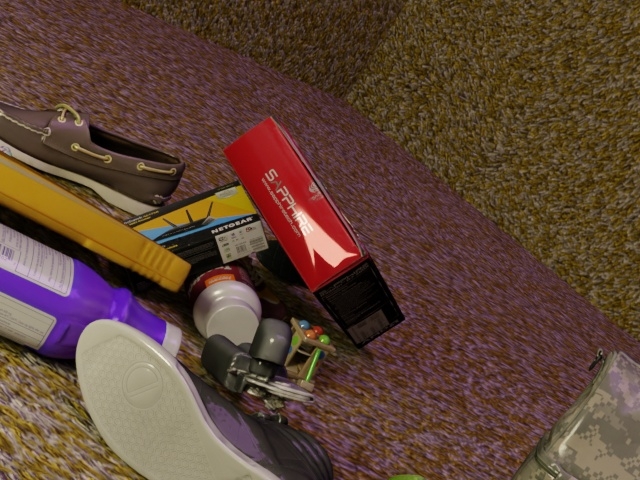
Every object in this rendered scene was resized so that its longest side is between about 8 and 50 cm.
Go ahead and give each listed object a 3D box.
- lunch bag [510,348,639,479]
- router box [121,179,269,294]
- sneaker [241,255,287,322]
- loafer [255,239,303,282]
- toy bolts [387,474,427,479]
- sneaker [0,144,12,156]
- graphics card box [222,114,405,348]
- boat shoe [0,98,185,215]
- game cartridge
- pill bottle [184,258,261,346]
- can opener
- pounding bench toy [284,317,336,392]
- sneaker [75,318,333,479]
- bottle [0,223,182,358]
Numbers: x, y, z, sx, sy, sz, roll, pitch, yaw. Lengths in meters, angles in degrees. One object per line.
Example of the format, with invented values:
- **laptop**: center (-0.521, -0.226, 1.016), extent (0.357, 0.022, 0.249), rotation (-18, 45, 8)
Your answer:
- **lunch bag**: center (0.412, 0.310, 1.616), extent (0.305, 0.256, 0.212), rotation (35, 9, 12)
- **router box**: center (-0.168, -0.006, 1.657), extent (0.133, 0.179, 0.046), rotation (-124, -164, -60)
- **sneaker**: center (-0.115, 0.040, 1.770), extent (0.185, 0.084, 0.069), rotation (32, 14, -2)
- **loafer**: center (-0.044, 0.035, 2.028), extent (0.061, 0.062, 0.170), rotation (15, -6, 45)
- **toy bolts**: center (0.136, 0.347, 1.268), extent (0.228, 0.158, 0.218), rotation (19, -24, -13)
- **sneaker**: center (-0.431, -0.106, 1.665), extent (0.069, 0.038, 0.098), rotation (25, 15, -31)
- **graphics card box**: center (0.000, 0.000, 1.779), extent (0.233, 0.094, 0.371), rotation (57, 1, 19)
- **boat shoe**: center (-0.346, -0.137, 1.842), extent (0.324, 0.096, 0.116), rotation (26, 15, -25)
- **game cartridge**: center (-0.337, -0.057, 1.495), extent (0.324, 0.052, 0.285), rotation (34, -4, -36)
- **pill bottle**: center (-0.120, 0.076, 1.626), extent (0.086, 0.086, 0.152), rotation (27, 14, -23)
- **can opener**: center (-0.066, 0.131, 1.405), extent (0.074, 0.093, 0.280), rotation (19, -6, -15)
- **pounding bench toy**: center (-0.015, 0.147, 1.658), extent (0.052, 0.065, 0.083), rotation (24, 16, -32)
- **sneaker**: center (-0.107, 0.185, 1.261), extent (0.296, 0.104, 0.147), rotation (42, 13, 12)
- **bottle**: center (-0.278, 0.060, 1.316), extent (0.283, 0.092, 0.118), rotation (28, 15, -20)
